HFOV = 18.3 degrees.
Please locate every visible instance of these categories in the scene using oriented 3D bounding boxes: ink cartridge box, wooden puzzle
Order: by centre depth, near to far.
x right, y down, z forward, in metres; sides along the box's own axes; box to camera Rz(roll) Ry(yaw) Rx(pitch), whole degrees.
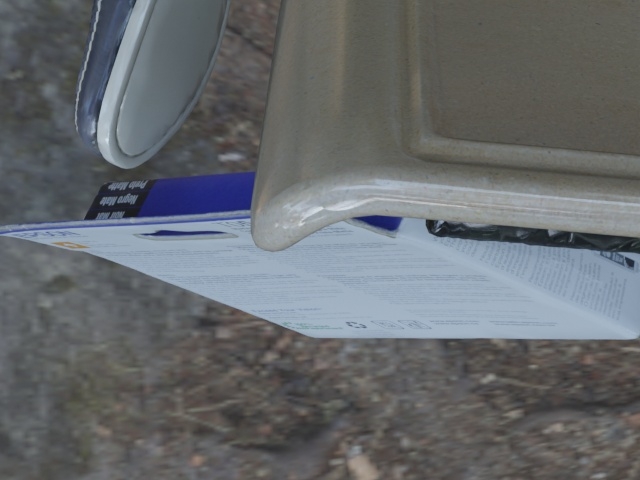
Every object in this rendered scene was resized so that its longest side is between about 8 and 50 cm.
[{"bbox_3d":[0.106,-0.041,0.502,0.238,0.221,0.044,1,115,2],"label":"wooden puzzle"},{"bbox_3d":[0.000,0.000,0.919,0.223,0.224,0.045,-2,74,45],"label":"ink cartridge box"}]

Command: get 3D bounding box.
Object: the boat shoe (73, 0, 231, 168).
[{"bbox_3d":[-0.076,-0.127,0.873,0.065,0.075,0.206,9,70,20],"label":"boat shoe"}]
